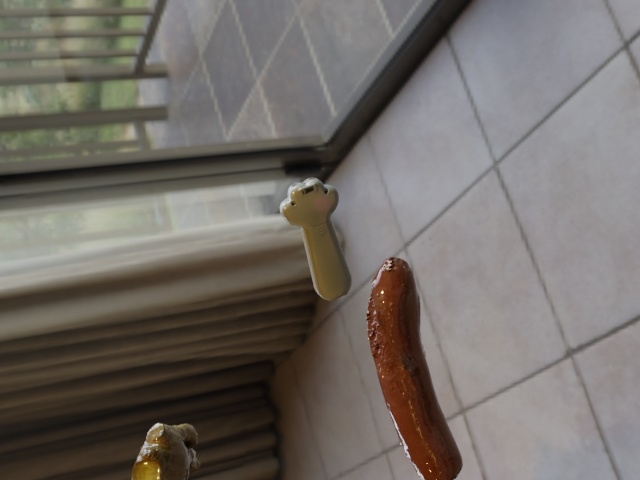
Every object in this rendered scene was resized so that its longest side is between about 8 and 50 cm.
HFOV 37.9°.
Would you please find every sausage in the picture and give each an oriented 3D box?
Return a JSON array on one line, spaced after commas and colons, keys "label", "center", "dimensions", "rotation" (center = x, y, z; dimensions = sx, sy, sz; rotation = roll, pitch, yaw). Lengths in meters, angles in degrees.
[{"label": "sausage", "center": [0.124, 0.185, 1.311], "dimensions": [0.079, 0.087, 0.327], "rotation": [-18, -87, -80]}]

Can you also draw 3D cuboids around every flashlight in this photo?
[{"label": "flashlight", "center": [0.000, 0.000, 1.445], "dimensions": [0.047, 0.093, 0.200], "rotation": [-140, 31, -67]}]

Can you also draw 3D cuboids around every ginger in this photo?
[{"label": "ginger", "center": [-0.308, 0.460, 1.808], "dimensions": [0.102, 0.157, 0.216], "rotation": [8, 80, 22]}]
